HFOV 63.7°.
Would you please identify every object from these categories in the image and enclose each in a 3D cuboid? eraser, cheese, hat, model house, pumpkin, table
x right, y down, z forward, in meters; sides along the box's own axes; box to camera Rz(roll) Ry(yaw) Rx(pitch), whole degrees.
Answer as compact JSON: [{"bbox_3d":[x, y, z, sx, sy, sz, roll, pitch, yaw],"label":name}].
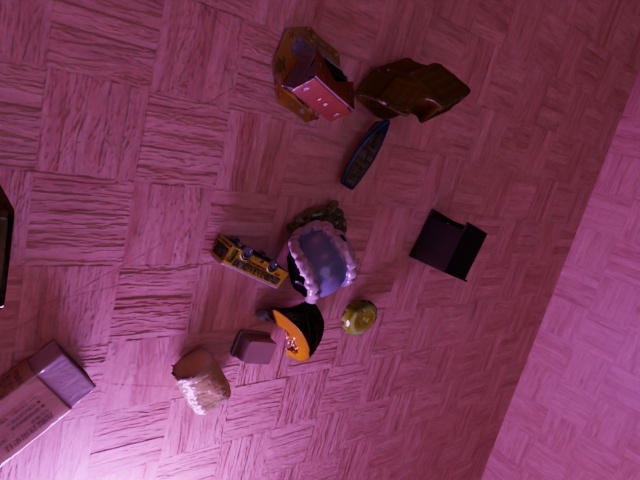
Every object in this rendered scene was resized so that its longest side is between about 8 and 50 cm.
[{"bbox_3d":[-0.673,0.378,1.101,0.343,0.078,0.144,-39,132,-22],"label":"eraser"},{"bbox_3d":[-0.321,0.386,1.404,0.123,0.094,0.167,-36,130,-25],"label":"cheese"},{"bbox_3d":[-0.147,0.210,1.512,0.087,0.058,0.042,27,49,-24],"label":"hat"},{"bbox_3d":[-0.003,-0.404,1.269,0.219,0.136,0.207,31,90,-45],"label":"model house"},{"bbox_3d":[-0.033,0.252,1.545,0.163,0.111,0.278,-49,148,-30],"label":"pumpkin"},{"bbox_3d":[0.268,-0.396,1.440,0.268,0.239,0.173,-31,132,-25],"label":"model house"},{"bbox_3d":[0.468,0.018,1.868,0.172,0.169,0.193,20,95,-45],"label":"table"}]

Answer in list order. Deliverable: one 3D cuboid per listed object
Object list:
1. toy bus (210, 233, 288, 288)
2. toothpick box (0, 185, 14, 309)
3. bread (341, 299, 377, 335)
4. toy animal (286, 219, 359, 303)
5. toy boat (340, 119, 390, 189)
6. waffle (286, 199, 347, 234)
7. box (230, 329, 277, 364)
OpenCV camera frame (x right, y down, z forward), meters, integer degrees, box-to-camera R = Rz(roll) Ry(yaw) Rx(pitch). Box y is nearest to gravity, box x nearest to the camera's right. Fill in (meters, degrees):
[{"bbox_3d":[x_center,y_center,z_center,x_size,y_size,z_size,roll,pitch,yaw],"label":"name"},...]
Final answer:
[{"bbox_3d":[-0.185,0.055,1.378,0.226,0.081,0.074,31,93,-49],"label":"toy bus"},{"bbox_3d":[-0.691,-0.003,0.833,0.308,0.190,0.187,4,109,-39],"label":"toothpick box"},{"bbox_3d":[0.130,0.259,1.755,0.139,0.071,0.130,-33,126,-23],"label":"bread"},{"bbox_3d":[0.010,0.065,1.432,0.204,0.156,0.208,-23,123,-19],"label":"toy animal"},{"bbox_3d":[0.129,-0.257,1.507,0.080,0.046,0.229,24,98,-43],"label":"toy boat"},{"bbox_3d":[0.002,0.001,1.529,0.204,0.054,0.223,-29,126,-29],"label":"waffle"},{"bbox_3d":[-0.191,0.316,1.507,0.122,0.062,0.089,18,98,-45],"label":"box"}]
